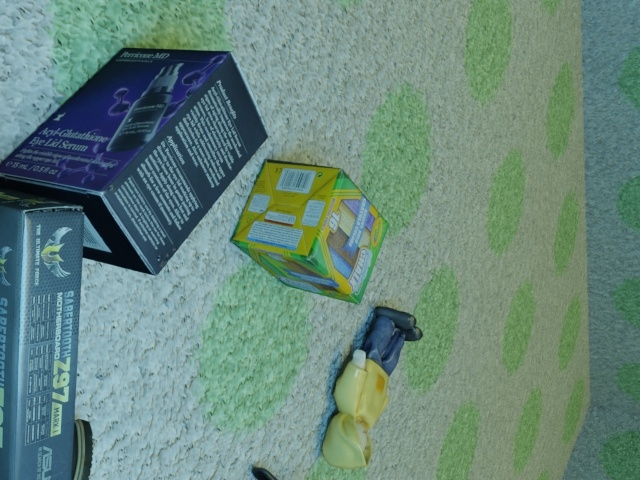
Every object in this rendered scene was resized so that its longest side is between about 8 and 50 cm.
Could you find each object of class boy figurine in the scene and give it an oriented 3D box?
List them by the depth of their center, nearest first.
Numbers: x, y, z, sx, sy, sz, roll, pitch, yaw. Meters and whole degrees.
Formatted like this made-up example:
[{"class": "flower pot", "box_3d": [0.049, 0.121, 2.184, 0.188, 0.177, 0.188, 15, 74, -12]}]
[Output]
[{"class": "boy figurine", "box_3d": [0.083, 0.253, 1.312, 0.285, 0.092, 0.177, -64, 148, -29]}]

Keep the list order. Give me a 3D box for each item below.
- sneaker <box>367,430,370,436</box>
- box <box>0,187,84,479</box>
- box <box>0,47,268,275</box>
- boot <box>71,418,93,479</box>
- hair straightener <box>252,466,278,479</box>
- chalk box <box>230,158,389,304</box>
[{"class": "sneaker", "box_3d": [0.064, 0.370, 1.370, 0.083, 0.032, 0.037, -52, 139, -37]}, {"class": "box", "box_3d": [-0.272, 0.075, 0.600, 0.059, 0.183, 0.233, -9, 106, -56]}, {"class": "box", "box_3d": [-0.175, -0.085, 0.735, 0.207, 0.153, 0.108, -58, 142, -32]}, {"class": "boot", "box_3d": [-0.302, 0.245, 0.718, 0.137, 0.077, 0.198, 26, 40, -23]}, {"class": "hair straightener", "box_3d": [-0.014, 0.407, 1.141, 0.230, 0.047, 0.089, 40, 56, -13]}, {"class": "chalk box", "box_3d": [0.000, 0.000, 1.059, 0.213, 0.132, 0.132, 44, 62, -52]}]
